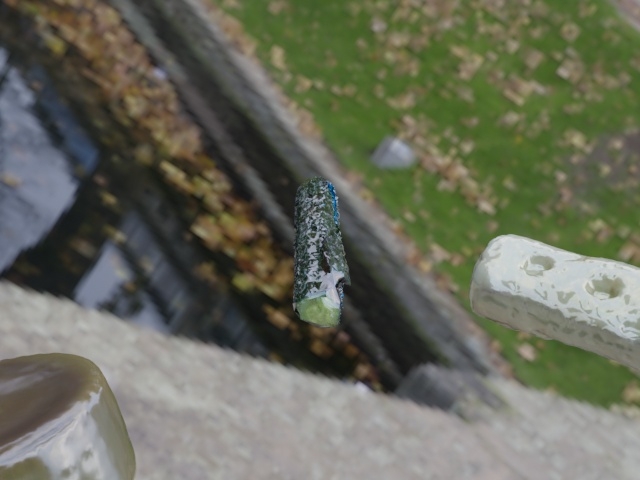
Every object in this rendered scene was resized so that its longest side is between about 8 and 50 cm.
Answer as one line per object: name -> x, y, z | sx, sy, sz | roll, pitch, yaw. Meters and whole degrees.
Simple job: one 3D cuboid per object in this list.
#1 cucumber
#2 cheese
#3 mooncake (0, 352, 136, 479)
cucumber -> -0.001, 0.000, 1.475 | 0.043, 0.044, 0.257 | 28, 22, -14
cheese -> 0.182, 0.044, 1.032 | 0.194, 0.043, 0.065 | 16, 47, 25
mooncake -> -0.326, 0.239, 1.721 | 0.284, 0.284, 0.155 | -84, 155, -70
